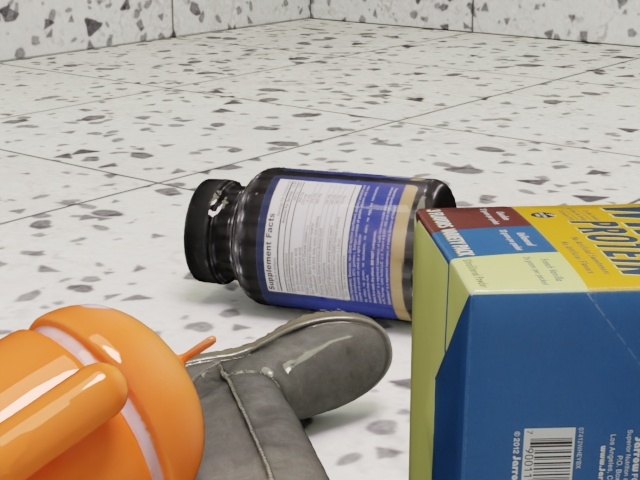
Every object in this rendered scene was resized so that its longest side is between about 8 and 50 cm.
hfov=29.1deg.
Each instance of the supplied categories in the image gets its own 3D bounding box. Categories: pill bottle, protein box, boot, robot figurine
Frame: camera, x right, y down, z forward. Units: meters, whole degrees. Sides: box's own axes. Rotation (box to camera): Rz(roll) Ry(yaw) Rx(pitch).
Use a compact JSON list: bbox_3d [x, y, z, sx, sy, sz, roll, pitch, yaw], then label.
[{"bbox_3d":[0.000,0.000,1.061,0.219,0.123,0.123,5,17,20],"label":"pill bottle"},{"bbox_3d":[0.154,0.093,0.610,0.201,0.200,0.136,-2,17,-6],"label":"protein box"},{"bbox_3d":[-0.019,0.116,0.756,0.189,0.076,0.208,-19,13,-10],"label":"boot"},{"bbox_3d":[-0.150,0.115,0.622,0.128,0.158,0.219,28,48,36],"label":"robot figurine"}]
